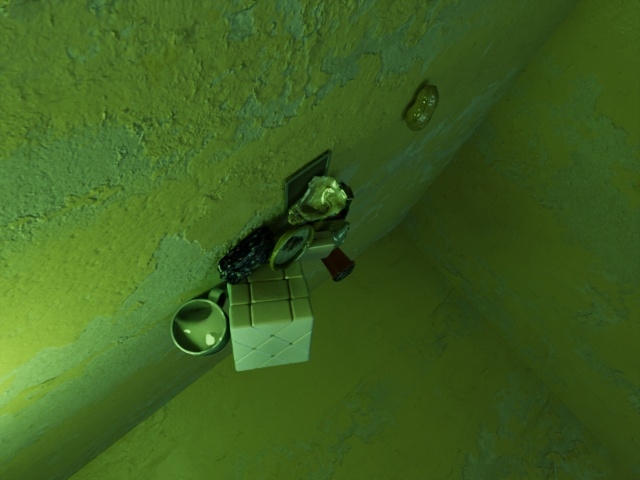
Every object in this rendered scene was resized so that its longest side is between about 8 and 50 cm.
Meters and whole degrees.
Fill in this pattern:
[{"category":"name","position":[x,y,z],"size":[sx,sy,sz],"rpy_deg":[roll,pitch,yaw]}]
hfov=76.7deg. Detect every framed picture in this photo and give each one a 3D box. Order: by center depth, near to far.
[{"category":"framed picture","position":[-0.055,-0.208,1.499],"size":[0.217,0.017,0.274],"rpy_deg":[-37,167,-19]}]

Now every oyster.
[{"category":"oyster","position":[-0.021,-0.141,1.528],"size":[0.232,0.162,0.107],"rpy_deg":[-36,-175,11]}]

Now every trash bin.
[{"category":"trash bin","position":[0.099,0.127,2.604],"size":[0.161,0.239,0.184],"rpy_deg":[-34,168,-19]}]

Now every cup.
[{"category":"cup","position":[-0.479,0.344,1.717],"size":[0.258,0.218,0.290],"rpy_deg":[102,7,-71]}]

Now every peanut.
[{"category":"peanut","position":[0.405,-0.525,1.618],"size":[0.108,0.095,0.226],"rpy_deg":[-33,164,-23]}]

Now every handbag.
[{"category":"handbag","position":[-0.275,0.061,1.532],"size":[0.260,0.113,0.162],"rpy_deg":[-42,164,-19]}]

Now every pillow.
[{"category":"pillow","position":[0.000,0.000,2.018],"size":[0.309,0.139,0.283],"rpy_deg":[-26,173,-5]}]

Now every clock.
[{"category":"clock","position":[-0.118,0.019,1.577],"size":[0.237,0.057,0.237],"rpy_deg":[-42,160,-19]}]

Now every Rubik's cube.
[{"category":"Rubik's cube","position":[-0.213,0.305,1.671],"size":[0.317,0.316,0.322],"rpy_deg":[-5,133,-11]}]

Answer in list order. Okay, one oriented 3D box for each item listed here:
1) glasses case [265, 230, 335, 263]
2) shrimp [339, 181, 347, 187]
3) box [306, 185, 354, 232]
[{"category":"glasses case","position":[-0.109,0.038,1.752],"size":[0.335,0.076,0.144],"rpy_deg":[-8,155,-24]},{"category":"shrimp","position":[0.028,-0.175,1.801],"size":[0.219,0.046,0.152],"rpy_deg":[-46,170,23]},{"category":"box","position":[0.034,-0.124,1.701],"size":[0.159,0.071,0.240],"rpy_deg":[-6,151,-15]}]
